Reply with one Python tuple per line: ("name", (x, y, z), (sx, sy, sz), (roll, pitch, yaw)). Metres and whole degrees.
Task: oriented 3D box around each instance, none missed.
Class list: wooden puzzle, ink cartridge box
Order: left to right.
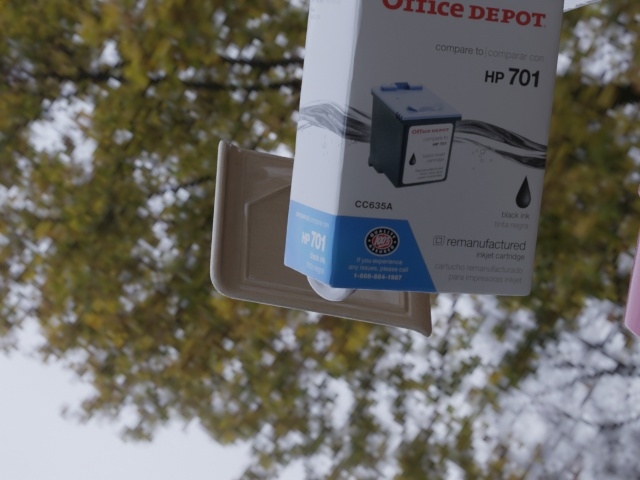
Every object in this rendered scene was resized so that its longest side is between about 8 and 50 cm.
("wooden puzzle", (0.000, 0.000, 1.582), (0.239, 0.221, 0.044), (14, -48, -13))
("ink cartridge box", (0.062, -0.068, 0.929), (0.139, 0.082, 0.190), (3, -81, -21))

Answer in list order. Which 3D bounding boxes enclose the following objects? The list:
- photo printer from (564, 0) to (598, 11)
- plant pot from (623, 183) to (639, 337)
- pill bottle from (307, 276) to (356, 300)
("photo printer", (0.130, -0.286, 1.206), (0.107, 0.256, 0.307), (-54, 10, -6))
("plant pot", (0.393, 0.023, 1.502), (0.201, 0.201, 0.180), (-1, -65, -55))
("pill bottle", (0.028, 0.012, 1.186), (0.083, 0.043, 0.043), (-36, -35, -47))
